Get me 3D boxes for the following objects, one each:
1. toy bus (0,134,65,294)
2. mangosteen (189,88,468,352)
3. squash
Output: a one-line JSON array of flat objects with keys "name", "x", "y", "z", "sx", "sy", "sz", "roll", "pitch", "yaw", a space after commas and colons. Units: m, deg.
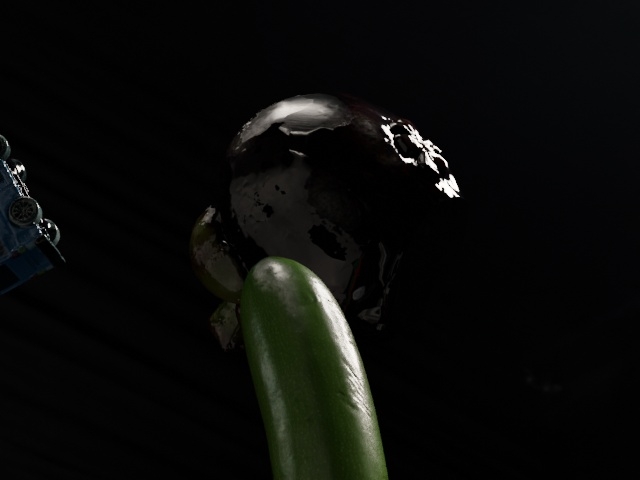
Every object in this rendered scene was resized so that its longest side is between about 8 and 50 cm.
[{"name": "toy bus", "x": -0.363, "y": -0.043, "z": 1.285, "sx": 0.106, "sy": 0.185, "sz": 0.090, "roll": -30, "pitch": 162, "yaw": -6}, {"name": "mangosteen", "x": 0.005, "y": 0.000, "z": 1.163, "sx": 0.288, "sy": 0.233, "sz": 0.288, "roll": -56, "pitch": 162, "yaw": -29}, {"name": "squash", "x": -0.001, "y": 0.128, "z": 0.830, "sx": 0.082, "sy": 0.082, "sz": 0.293, "roll": -51, "pitch": -140, "yaw": 39}]
